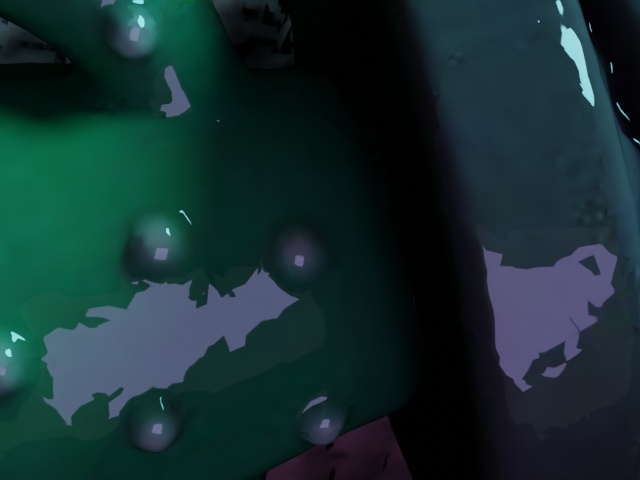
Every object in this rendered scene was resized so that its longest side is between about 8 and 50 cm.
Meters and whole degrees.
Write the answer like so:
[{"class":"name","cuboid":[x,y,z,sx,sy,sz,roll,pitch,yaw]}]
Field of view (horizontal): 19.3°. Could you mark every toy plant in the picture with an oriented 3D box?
[{"class":"toy plant","cuboid":[0.000,0.008,0.457,0.400,0.185,0.279,-14,151,-9]}]
